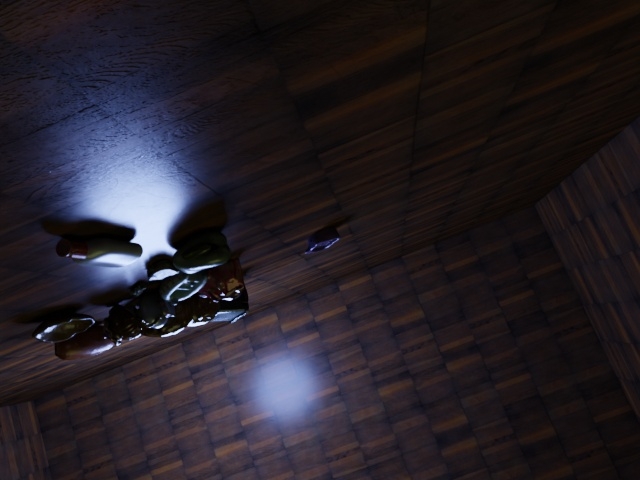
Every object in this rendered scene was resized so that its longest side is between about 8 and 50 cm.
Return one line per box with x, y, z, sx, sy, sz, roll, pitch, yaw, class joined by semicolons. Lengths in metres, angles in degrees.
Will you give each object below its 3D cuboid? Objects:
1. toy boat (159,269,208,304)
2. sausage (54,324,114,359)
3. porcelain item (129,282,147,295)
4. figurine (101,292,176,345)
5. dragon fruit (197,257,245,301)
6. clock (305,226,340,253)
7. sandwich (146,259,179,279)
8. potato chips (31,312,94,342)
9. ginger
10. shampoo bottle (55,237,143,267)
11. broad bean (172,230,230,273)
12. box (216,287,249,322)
-0.485;0.165;1.751;0.207;0.079;0.134;-32;155;33;toy boat
-0.935;0.405;1.987;0.133;0.133;0.258;-27;166;26;sausage
-0.623;0.168;1.696;0.036;0.028;0.083;15;148;-42;porcelain item
-0.676;0.285;1.833;0.263;0.142;0.189;-23;-157;-5;figurine
-0.399;0.180;1.885;0.161;0.126;0.274;-13;165;-36;dragon fruit
0.000;0.000;1.940;0.110;0.050;0.152;-13;165;-34;clock
-0.498;0.092;1.541;0.093;0.036;0.105;-19;167;-2;sandwich
-0.883;0.288;1.701;0.195;0.062;0.208;-34;162;29;potato chips
-0.613;0.306;2.054;0.357;0.153;0.274;-12;177;-39;ginger
-0.523;0.028;1.173;0.108;0.051;0.221;-21;169;13;shampoo bottle
-0.346;0.044;1.449;0.169;0.100;0.228;-10;167;-16;broad bean
-0.430;0.278;2.223;0.135;0.163;0.243;-2;161;-33;box
